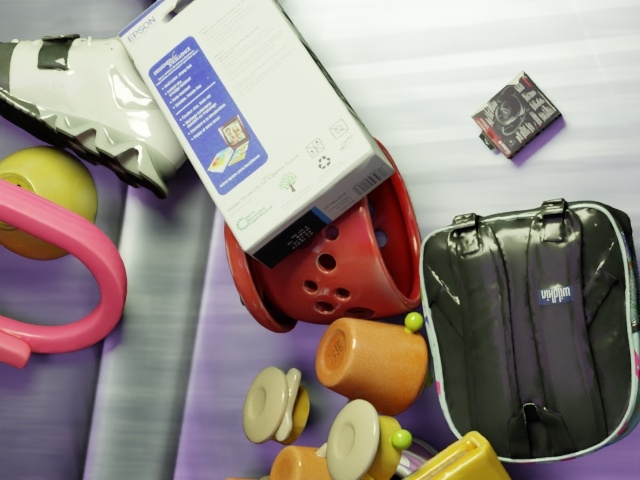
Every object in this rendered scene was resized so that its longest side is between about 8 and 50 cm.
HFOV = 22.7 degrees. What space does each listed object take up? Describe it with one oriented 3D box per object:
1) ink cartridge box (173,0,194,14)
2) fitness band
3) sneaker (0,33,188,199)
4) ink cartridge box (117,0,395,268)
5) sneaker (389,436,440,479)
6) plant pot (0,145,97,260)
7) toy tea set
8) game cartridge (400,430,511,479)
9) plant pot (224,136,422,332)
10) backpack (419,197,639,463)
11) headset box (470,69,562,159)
[{"bbox_3d":[-0.149,-0.343,1.765,0.219,0.092,0.160,35,99,10],"label":"ink cartridge box"},{"bbox_3d":[-0.356,0.032,1.766,0.291,0.054,0.209,25,122,-15],"label":"fitness band"},{"bbox_3d":[-0.275,-0.179,1.798,0.331,0.122,0.146,27,78,13],"label":"sneaker"},{"bbox_3d":[-0.072,-0.144,1.638,0.165,0.065,0.332,-38,57,10],"label":"ink cartridge box"},{"bbox_3d":[0.149,0.330,1.664,0.282,0.161,0.102,42,98,9],"label":"sneaker"},{"bbox_3d":[-0.333,-0.044,1.810,0.134,0.095,0.134,0,90,13],"label":"plant pot"},{"bbox_3d":[0.012,0.213,1.685,0.336,0.124,0.200,-36,44,47],"label":"toy tea set"},{"bbox_3d":[0.119,0.392,1.593,0.285,0.053,0.323,-34,112,-5],"label":"game cartridge"},{"bbox_3d":[0.000,0.000,1.684,0.174,0.191,0.191,-13,87,16],"label":"plant pot"},{"bbox_3d":[0.225,0.099,1.628,0.225,0.191,0.253,-9,81,18],"label":"backpack"},{"bbox_3d":[0.207,-0.132,1.712,0.083,0.032,0.062,-42,81,11],"label":"headset box"}]
